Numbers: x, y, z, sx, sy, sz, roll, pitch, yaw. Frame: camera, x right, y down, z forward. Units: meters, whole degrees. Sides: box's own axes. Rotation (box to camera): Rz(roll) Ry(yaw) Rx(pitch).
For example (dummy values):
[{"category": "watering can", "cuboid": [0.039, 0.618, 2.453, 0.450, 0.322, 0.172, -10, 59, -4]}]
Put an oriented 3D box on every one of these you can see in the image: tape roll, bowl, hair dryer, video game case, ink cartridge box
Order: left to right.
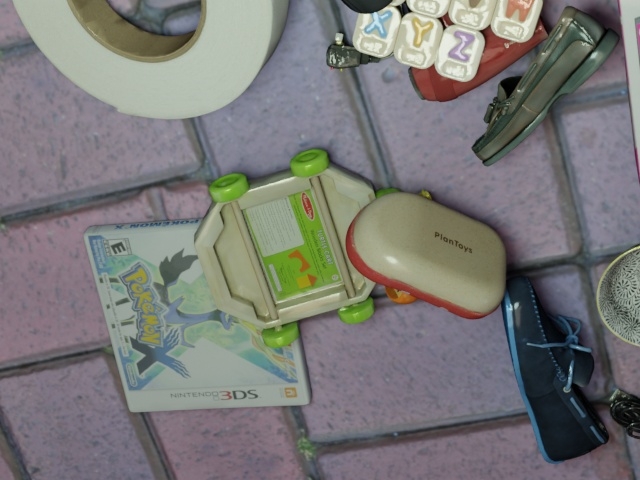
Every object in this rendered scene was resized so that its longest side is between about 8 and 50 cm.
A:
[{"category": "tape roll", "cuboid": [-0.231, -0.340, 1.772, 0.392, 0.072, 0.392, 11, 128, 15]}, {"category": "video game case", "cuboid": [-0.184, 0.118, 2.080, 0.300, 0.036, 0.329, -4, 117, 12]}, {"category": "hair dryer", "cuboid": [0.154, -0.289, 1.776, 0.293, 0.080, 0.223, 14, 119, 2]}, {"category": "ink cartridge box", "cuboid": [0.426, -0.179, 1.734, 0.069, 0.176, 0.371, -9, 116, 14]}, {"category": "bowl", "cuboid": [0.474, 0.061, 1.912, 0.170, 0.080, 0.170, 4, 118, 8]}]

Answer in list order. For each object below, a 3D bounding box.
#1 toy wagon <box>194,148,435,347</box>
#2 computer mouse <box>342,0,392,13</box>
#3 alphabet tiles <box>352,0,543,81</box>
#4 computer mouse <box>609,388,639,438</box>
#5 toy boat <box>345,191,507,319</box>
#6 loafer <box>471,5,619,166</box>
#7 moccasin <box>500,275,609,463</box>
[{"category": "toy wagon", "cuboid": [0.000, 0.000, 1.946, 0.344, 0.068, 0.267, -17, 115, 1]}, {"category": "computer mouse", "cuboid": [-0.024, -0.389, 1.721, 0.184, 0.060, 0.262, -26, 91, 24]}, {"category": "alphabet tiles", "cuboid": [0.152, -0.355, 1.728, 0.284, 0.021, 0.278, 18, 105, 8]}, {"category": "computer mouse", "cuboid": [0.573, 0.215, 1.991, 0.188, 0.072, 0.272, 32, 131, -10]}, {"category": "toy boat", "cuboid": [0.136, 0.036, 1.881, 0.231, 0.151, 0.151, 23, 139, -16]}, {"category": "loafer", "cuboid": [0.278, -0.205, 1.784, 0.084, 0.096, 0.267, 40, 130, -5]}, {"category": "moccasin", "cuboid": [0.345, 0.178, 1.987, 0.117, 0.137, 0.342, -14, 129, 12]}]
